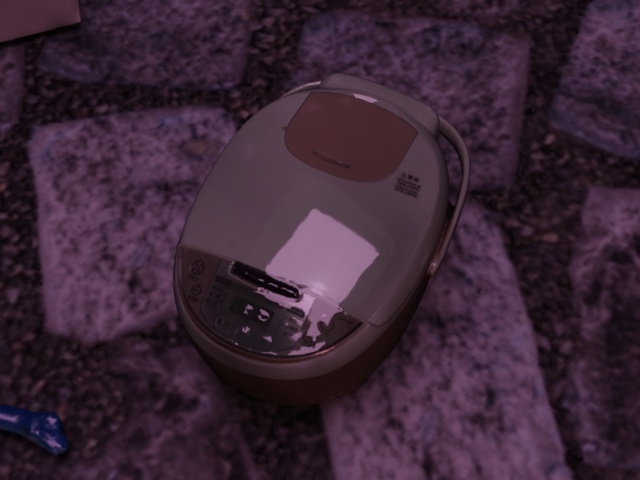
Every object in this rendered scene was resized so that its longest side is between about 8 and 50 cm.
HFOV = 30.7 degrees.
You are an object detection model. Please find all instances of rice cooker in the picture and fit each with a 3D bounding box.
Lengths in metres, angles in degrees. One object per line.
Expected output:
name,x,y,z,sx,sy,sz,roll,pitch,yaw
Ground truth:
rice cooker,0.000,0.000,0.686,0.145,0.127,0.206,23,58,14

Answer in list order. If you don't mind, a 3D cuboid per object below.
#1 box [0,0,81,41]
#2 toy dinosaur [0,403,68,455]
box,-0.324,-0.225,0.842,0.261,0.111,0.194,-17,58,-7
toy dinosaur,-0.305,0.050,0.690,0.329,0.076,0.144,40,60,20
